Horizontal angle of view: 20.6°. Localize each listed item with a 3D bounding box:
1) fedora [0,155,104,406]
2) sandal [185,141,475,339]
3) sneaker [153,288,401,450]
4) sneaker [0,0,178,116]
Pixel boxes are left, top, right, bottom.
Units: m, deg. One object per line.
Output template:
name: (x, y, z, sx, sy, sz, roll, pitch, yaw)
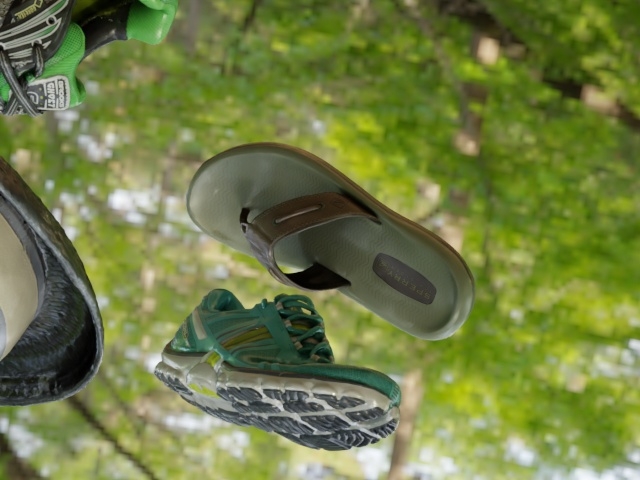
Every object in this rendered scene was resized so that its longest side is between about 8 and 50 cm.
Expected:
fedora: (-0.272, 0.034, 0.816, 0.334, 0.334, 0.152, 15, -123, 20)
sandal: (0.001, -0.001, 1.629, 0.303, 0.120, 0.086, 25, -153, 23)
sneaker: (-0.034, 0.091, 1.391, 0.107, 0.110, 0.275, 38, 164, -35)
sneaker: (-0.241, -0.138, 1.182, 0.343, 0.134, 0.146, -34, -110, -27)
